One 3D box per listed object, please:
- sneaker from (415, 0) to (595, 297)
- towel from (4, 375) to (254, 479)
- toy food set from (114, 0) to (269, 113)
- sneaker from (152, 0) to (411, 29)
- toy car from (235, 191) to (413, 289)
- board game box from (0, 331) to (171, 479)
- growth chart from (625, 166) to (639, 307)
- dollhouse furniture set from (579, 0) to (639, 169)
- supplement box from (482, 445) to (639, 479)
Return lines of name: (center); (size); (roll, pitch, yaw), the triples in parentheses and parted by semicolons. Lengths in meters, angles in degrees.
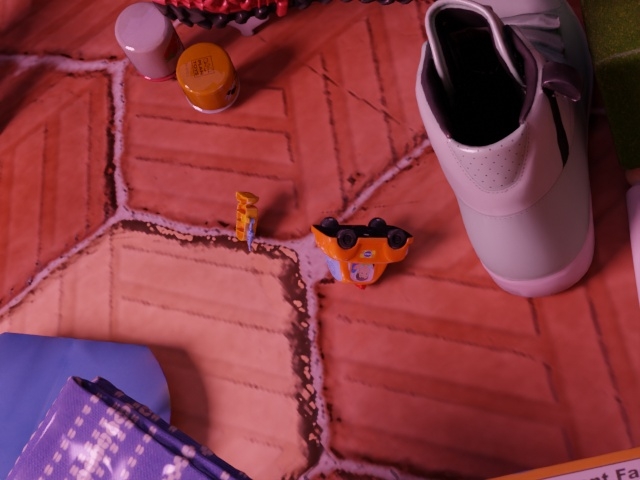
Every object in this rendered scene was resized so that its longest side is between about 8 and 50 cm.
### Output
sneaker: (0.105, -0.112, 0.632); (0.094, 0.151, 0.256); (-13, 52, 15)
towel: (-0.032, 0.236, 0.449); (0.336, 0.040, 0.243); (29, 87, 22)
toy food set: (-0.088, -0.195, 0.823); (0.111, 0.104, 0.232); (0, 74, 6)
sneaker: (0.008, -0.227, 0.727); (0.261, 0.104, 0.125); (-10, 76, -14)
toy car: (0.000, 0.000, 0.681); (0.122, 0.060, 0.041); (20, 109, 49)
board game box: (-0.163, 0.122, 0.653); (0.168, 0.033, 0.133); (3, 53, 18)
growth chart: (0.275, -0.007, 0.574); (0.237, 0.021, 0.172); (-17, 52, 13)
dollhouse furniture set: (0.209, -0.203, 0.541); (0.197, 0.301, 0.151); (-12, 46, 18)
supplement box: (0.071, 0.159, 0.503); (0.233, 0.078, 0.080); (-13, 51, 12)
